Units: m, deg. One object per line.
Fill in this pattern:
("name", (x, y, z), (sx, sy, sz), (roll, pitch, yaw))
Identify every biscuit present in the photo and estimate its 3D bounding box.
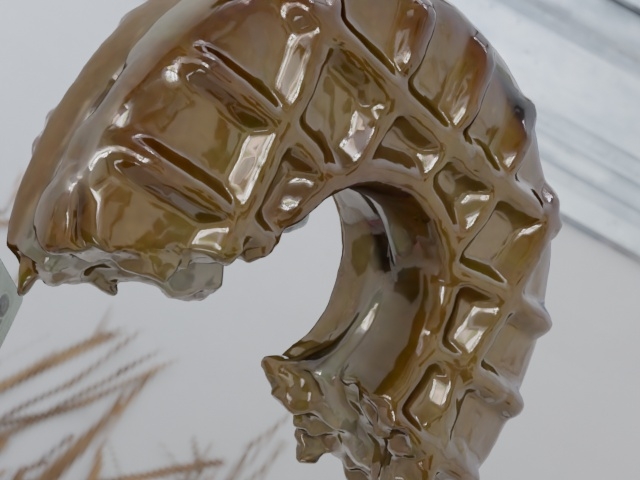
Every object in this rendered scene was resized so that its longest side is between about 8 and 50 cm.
("biscuit", (0.014, -0.010, 0.798), (0.115, 0.366, 0.268), (19, -107, 47))

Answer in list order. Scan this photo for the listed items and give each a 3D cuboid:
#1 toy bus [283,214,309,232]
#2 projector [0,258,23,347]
("toy bus", (-0.067, -0.096, 1.051), (0.143, 0.153, 0.329), (-21, 165, -25))
("projector", (-0.250, 0.058, 0.862), (0.115, 0.061, 0.147), (78, 27, -55))
